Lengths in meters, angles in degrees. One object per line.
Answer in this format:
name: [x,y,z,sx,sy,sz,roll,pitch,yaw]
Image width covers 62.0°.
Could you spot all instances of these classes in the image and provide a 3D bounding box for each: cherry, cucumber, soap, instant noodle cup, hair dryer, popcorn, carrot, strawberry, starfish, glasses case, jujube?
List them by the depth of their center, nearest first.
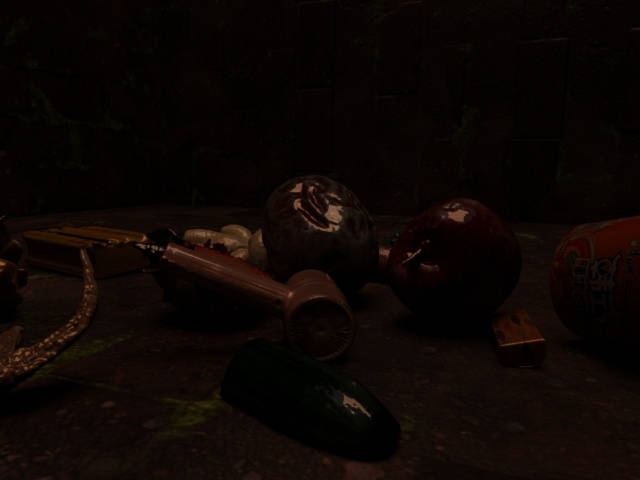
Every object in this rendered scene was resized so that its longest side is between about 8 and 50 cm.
starfish: [-0.445,0.130,0.608,0.384,0.132,0.398,-1,18,42]
cucumber: [-0.010,0.170,0.609,0.244,0.063,0.115,11,13,44]
hair dryer: [-0.117,0.064,0.821,0.344,0.106,0.189,24,7,-10]
instant noodle cup: [0.501,0.066,0.826,0.250,0.250,0.192,-3,1,-25]
glasses case: [0.308,0.153,0.842,0.065,0.041,0.170,-12,6,13]
popcorn: [-0.650,0.051,0.935,0.254,0.191,0.190,11,23,7]
cherry: [0.249,0.044,0.966,0.300,0.230,0.203,17,19,-48]
strawberry: [-0.192,0.088,1.025,0.233,0.137,0.306,27,-1,22]
jujube: [0.000,-0.007,1.135,0.247,0.215,0.308,-3,35,-30]
carrot: [0.178,0.065,1.323,0.263,0.101,0.102,12,12,24]
soap: [-0.613,0.026,1.417,0.325,0.096,0.204,7,10,35]

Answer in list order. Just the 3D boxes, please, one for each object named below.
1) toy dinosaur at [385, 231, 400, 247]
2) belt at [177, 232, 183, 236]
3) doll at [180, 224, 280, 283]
toy dinosaur: [0.281,0.011,1.808,0.132,0.059,0.096,7,12,-16]
belt: [-0.374,0.034,1.368,0.058,0.105,0.140,-8,2,-44]
doll: [-0.210,0.033,1.303,0.278,0.175,0.149,7,-25,-4]
